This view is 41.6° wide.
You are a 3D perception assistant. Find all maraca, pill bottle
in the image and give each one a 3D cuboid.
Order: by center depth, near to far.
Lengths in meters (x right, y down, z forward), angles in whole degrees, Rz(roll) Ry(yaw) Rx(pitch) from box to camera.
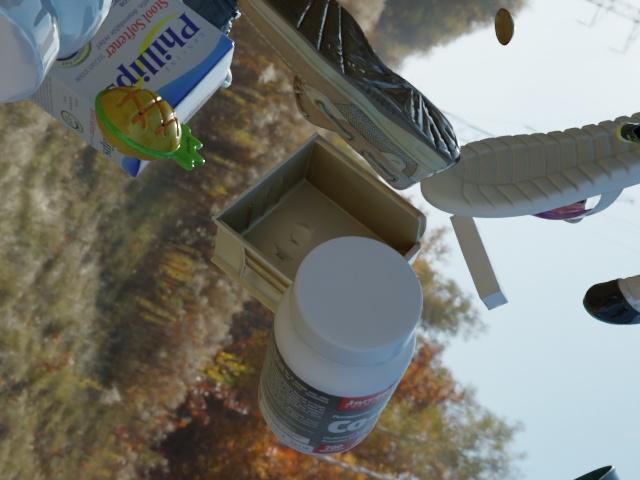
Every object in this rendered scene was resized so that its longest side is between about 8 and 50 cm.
[{"bbox_3d":[-0.256,-0.273,0.761,0.169,0.169,0.302,116,-10,-53],"label":"pill bottle"},{"bbox_3d":[0.019,0.129,0.980,0.283,0.161,0.161,106,4,-56],"label":"pill bottle"},{"bbox_3d":[-0.256,-0.168,1.275,0.099,0.185,0.127,-43,-141,31],"label":"maraca"}]

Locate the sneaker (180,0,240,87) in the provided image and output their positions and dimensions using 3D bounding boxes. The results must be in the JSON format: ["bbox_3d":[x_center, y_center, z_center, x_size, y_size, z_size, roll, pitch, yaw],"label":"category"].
[{"bbox_3d":[-0.207,-0.454,1.794,0.105,0.146,0.296,63,-2,39],"label":"sneaker"}]

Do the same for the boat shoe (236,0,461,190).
[{"bbox_3d":[0.019,-0.178,0.997,0.110,0.341,0.122,-33,-152,35],"label":"boat shoe"}]

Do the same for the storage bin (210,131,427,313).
[{"bbox_3d":[0.000,0.000,1.387,0.262,0.260,0.123,-43,164,-33],"label":"storage bin"}]

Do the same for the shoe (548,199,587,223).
[{"bbox_3d":[0.511,-0.100,1.896,0.064,0.177,0.081,-59,159,-23],"label":"shoe"}]

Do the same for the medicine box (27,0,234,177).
[{"bbox_3d":[-0.344,-0.307,1.452,0.263,0.289,0.149,-53,178,-25],"label":"medicine box"}]

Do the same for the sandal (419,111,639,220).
[{"bbox_3d":[0.356,-0.085,1.235,0.169,0.416,0.102,-97,176,-50],"label":"sandal"}]

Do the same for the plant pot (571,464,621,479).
[{"bbox_3d":[0.576,0.657,1.790,0.271,0.255,0.272,-28,165,-8],"label":"plant pot"}]

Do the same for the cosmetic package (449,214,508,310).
[{"bbox_3d":[0.397,0.047,2.112,0.099,0.060,0.239,40,30,-57],"label":"cosmetic package"}]

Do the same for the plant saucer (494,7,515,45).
[{"bbox_3d":[0.417,-0.480,1.895,0.083,0.015,0.084,169,-90,-76],"label":"plant saucer"}]

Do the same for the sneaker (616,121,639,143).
[{"bbox_3d":[0.409,-0.129,1.041,0.035,0.083,0.031,-139,-128,-77],"label":"sneaker"}]

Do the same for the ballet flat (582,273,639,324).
[{"bbox_3d":[0.603,0.105,1.560,0.096,0.280,0.095,-49,-133,38],"label":"ballet flat"}]
